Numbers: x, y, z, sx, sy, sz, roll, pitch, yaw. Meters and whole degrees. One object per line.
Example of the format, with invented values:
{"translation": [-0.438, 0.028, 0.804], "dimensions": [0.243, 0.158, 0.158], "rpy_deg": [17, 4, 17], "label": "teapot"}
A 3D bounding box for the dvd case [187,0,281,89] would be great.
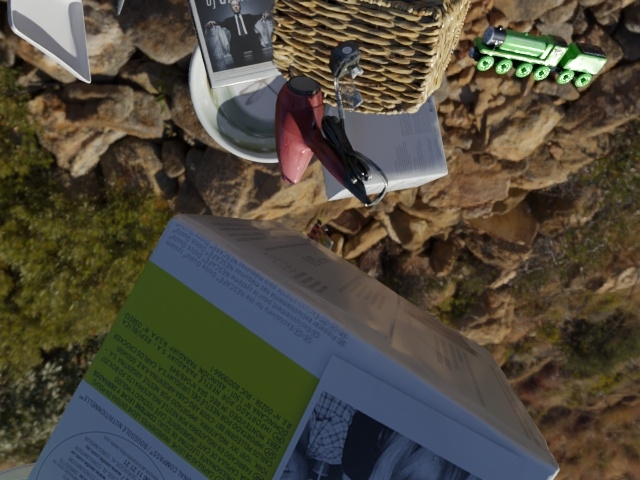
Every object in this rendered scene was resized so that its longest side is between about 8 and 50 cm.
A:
{"translation": [-0.166, -0.443, 0.996], "dimensions": [0.179, 0.029, 0.239], "rpy_deg": [-18, 109, -18], "label": "dvd case"}

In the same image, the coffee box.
{"translation": [-0.030, 0.202, 0.536], "dimensions": [0.338, 0.337, 0.335], "rpy_deg": [32, 97, 10], "label": "coffee box"}

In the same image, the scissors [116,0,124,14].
{"translation": [-0.375, -0.531, 0.949], "dimensions": [0.297, 0.021, 0.109], "rpy_deg": [-4, 143, 49], "label": "scissors"}

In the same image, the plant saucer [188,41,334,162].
{"translation": [-0.143, -0.414, 1.330], "dimensions": [0.399, 0.101, 0.401], "rpy_deg": [1, 118, 2], "label": "plant saucer"}

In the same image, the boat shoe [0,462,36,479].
{"translation": [-0.294, 0.309, 0.595], "dimensions": [0.226, 0.083, 0.076], "rpy_deg": [9, 150, -18], "label": "boat shoe"}

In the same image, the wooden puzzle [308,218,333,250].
{"translation": [0.000, 0.000, 0.874], "dimensions": [0.006, 0.083, 0.049], "rpy_deg": [-31, 110, 33], "label": "wooden puzzle"}

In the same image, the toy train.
{"translation": [0.124, -0.106, 0.283], "dimensions": [0.083, 0.017, 0.024], "rpy_deg": [4, 144, -16], "label": "toy train"}

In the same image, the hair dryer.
{"translation": [-0.010, -0.148, 0.766], "dimensions": [0.080, 0.224, 0.293], "rpy_deg": [-10, 179, -22], "label": "hair dryer"}

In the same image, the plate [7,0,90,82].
{"translation": [-0.706, -0.583, 1.273], "dimensions": [0.045, 0.278, 0.278], "rpy_deg": [-12, 169, 9], "label": "plate"}

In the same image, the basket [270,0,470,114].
{"translation": [0.088, -0.371, 0.884], "dimensions": [0.299, 0.223, 0.214], "rpy_deg": [21, 139, 14], "label": "basket"}

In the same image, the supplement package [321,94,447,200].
{"translation": [0.145, -0.228, 1.259], "dimensions": [0.262, 0.200, 0.198], "rpy_deg": [-10, 179, -12], "label": "supplement package"}
